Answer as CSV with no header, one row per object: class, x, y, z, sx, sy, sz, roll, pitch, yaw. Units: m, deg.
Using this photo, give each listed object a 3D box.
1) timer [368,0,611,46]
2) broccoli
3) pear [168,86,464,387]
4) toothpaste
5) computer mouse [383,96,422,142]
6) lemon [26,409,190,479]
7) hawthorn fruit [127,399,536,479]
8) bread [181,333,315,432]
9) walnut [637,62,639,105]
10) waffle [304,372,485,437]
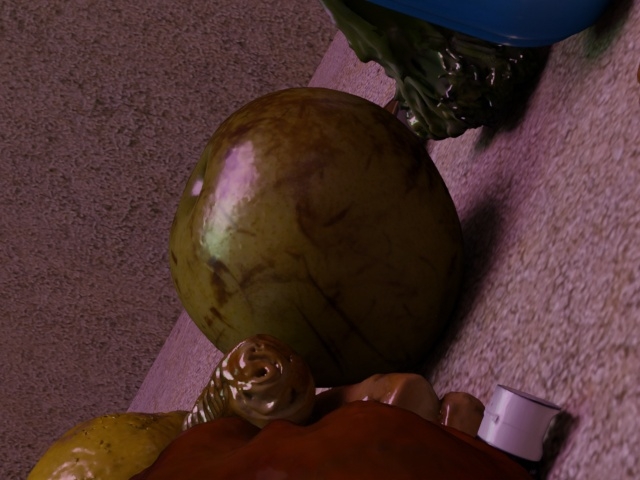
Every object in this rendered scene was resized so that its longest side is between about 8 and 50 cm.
timer,0.135,-0.323,1.294,0.115,0.309,0.340,107,-179,-49
broccoli,0.075,-0.219,1.372,0.165,0.304,0.146,0,63,61
pear,0.000,0.000,1.289,0.284,0.283,0.283,-60,10,18
toothpaste,0.100,0.190,0.914,0.071,0.045,0.194,-110,41,-88
computer mouse,0.067,-0.082,1.721,0.158,0.071,0.310,-54,12,35
lemon,-0.223,0.333,1.598,0.310,0.257,0.258,-67,10,-11
hawthorn fruit,0.007,0.234,0.682,0.277,0.276,0.298,134,133,-60
bread,-0.070,0.155,1.242,0.367,0.077,0.084,126,137,-69
walnut,0.251,-0.125,0.872,0.170,0.069,0.143,-65,11,5
waffle,0.014,0.222,1.116,0.224,0.098,0.327,-64,10,-15
